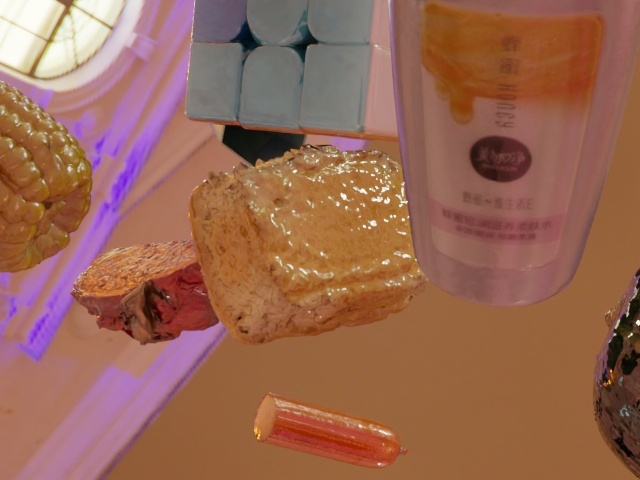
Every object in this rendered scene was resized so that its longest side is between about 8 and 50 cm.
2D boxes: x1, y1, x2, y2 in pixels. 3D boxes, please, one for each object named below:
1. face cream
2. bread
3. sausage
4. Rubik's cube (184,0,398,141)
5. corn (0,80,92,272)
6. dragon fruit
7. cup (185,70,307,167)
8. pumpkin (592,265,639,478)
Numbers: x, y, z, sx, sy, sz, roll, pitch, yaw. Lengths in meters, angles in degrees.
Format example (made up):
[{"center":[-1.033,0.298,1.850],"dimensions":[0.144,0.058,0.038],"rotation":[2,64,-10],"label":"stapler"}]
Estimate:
[{"center":[0.065,-0.061,0.343],"dimensions":[0.084,0.198,0.057],"rotation":[8,-133,15],"label":"face cream"},{"center":[0.000,0.000,0.929],"dimensions":[0.121,0.246,0.174],"rotation":[-21,-98,45],"label":"bread"},{"center":[0.023,0.278,1.420],"dimensions":[0.071,0.234,0.071],"rotation":[-46,-147,44],"label":"sausage"},{"center":[0.041,-0.268,1.212],"dimensions":[0.292,0.291,0.290],"rotation":[11,-82,39],"label":"Rubik's cube"},{"center":[-0.327,-0.107,0.728],"dimensions":[0.344,0.131,0.131],"rotation":[34,-84,5],"label":"corn"},{"center":[-0.269,0.105,1.587],"dimensions":[0.317,0.205,0.152],"rotation":[-3,-68,40],"label":"dragon fruit"},{"center":[-0.121,-0.219,1.505],"dimensions":[0.235,0.134,0.148],"rotation":[48,-54,53],"label":"cup"},{"center":[0.266,0.083,0.681],"dimensions":[0.146,0.190,0.190],"rotation":[9,-94,14],"label":"pumpkin"}]
